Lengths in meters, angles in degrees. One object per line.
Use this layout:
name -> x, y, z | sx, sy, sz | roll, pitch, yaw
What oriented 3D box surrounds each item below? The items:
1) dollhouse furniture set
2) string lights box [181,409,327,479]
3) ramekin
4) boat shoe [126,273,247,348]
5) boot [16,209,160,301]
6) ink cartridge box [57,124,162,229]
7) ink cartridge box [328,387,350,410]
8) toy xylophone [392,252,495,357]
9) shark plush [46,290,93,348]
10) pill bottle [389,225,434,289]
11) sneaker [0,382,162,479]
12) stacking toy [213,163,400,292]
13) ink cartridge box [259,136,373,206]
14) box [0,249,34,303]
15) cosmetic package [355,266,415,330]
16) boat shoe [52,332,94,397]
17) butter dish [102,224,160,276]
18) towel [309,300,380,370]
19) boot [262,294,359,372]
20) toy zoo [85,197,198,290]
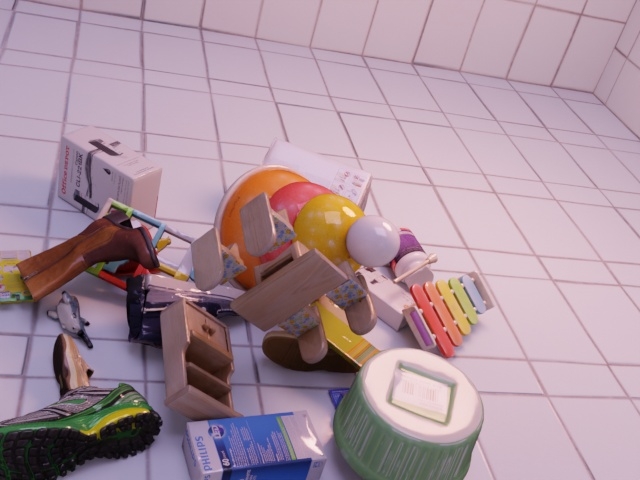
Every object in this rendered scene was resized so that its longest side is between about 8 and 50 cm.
dollhouse furniture set -> -0.126, 0.176, 1.641 | 0.362, 0.394, 0.256 | 41, 23, -41
string lights box -> -0.134, 0.424, 1.604 | 0.259, 0.077, 0.133 | 0, 36, -24
ramekin -> 0.189, 0.363, 1.659 | 0.303, 0.148, 0.303 | 11, 35, -8
boat shoe -> -0.303, 0.183, 1.873 | 0.340, 0.127, 0.158 | 13, 71, -37
boot -> -0.526, 0.048, 1.805 | 0.280, 0.096, 0.264 | -30, 45, -23
ink cartridge box -> -0.575, -0.160, 2.164 | 0.273, 0.197, 0.114 | 31, 35, 22
ink cartridge box -> 0.155, 0.418, 1.756 | 0.185, 0.065, 0.311 | -1, 35, -25
toy xylophone -> 0.316, 0.160, 2.108 | 0.322, 0.081, 0.236 | -35, 92, -45
shark plush -> -0.549, 0.176, 1.816 | 0.161, 0.073, 0.067 | 35, 7, 34
pill bottle -> 0.250, 0.054, 2.287 | 0.108, 0.108, 0.193 | 1, 36, -22
sneaker -> -0.486, 0.359, 1.524 | 0.343, 0.134, 0.146 | -2, 30, -41
stacking toy -> 0.000, 0.000, 1.900 | 0.350, 0.351, 0.480 | -13, 14, -37
ink cartridge box -> -0.020, -0.136, 2.389 | 0.309, 0.272, 0.130 | 21, 64, 8
box -> -0.722, 0.091, 1.873 | 0.105, 0.043, 0.179 | -1, 35, -27
cosmetic package -> 0.153, 0.140, 2.162 | 0.239, 0.060, 0.099 | 36, 39, 27
boat shoe -> -0.513, 0.277, 1.680 | 0.072, 0.068, 0.190 | 8, 42, -35
butter dish -> -0.487, 0.004, 2.033 | 0.160, 0.118, 0.160 | -3, 37, -28
towel -> 0.054, 0.233, 1.868 | 0.237, 0.021, 0.102 | 37, 30, 16
boot -> -0.022, 0.216, 1.941 | 0.262, 0.095, 0.203 | 8, 34, -15
toy zoo -> -0.429, 0.040, 1.960 | 0.293, 0.030, 0.192 | 26, 70, -3
